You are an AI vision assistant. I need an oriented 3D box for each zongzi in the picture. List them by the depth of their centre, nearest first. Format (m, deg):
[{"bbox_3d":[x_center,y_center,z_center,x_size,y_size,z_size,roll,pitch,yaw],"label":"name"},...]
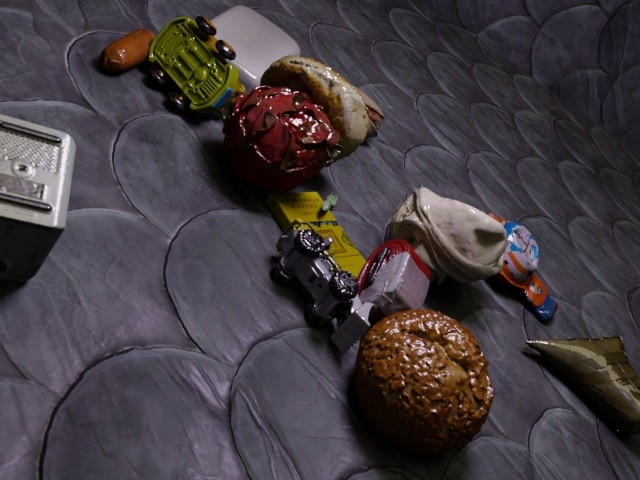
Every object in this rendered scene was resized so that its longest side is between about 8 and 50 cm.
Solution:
[{"bbox_3d":[0.669,0.356,1.798,0.289,0.123,0.260,4,48,-25],"label":"zongzi"}]

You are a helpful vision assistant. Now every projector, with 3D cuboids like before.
[{"bbox_3d":[-0.490,-0.055,1.132,0.163,0.242,0.177,16,56,-30],"label":"projector"}]

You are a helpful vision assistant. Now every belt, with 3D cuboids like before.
[{"bbox_3d":[0.151,0.089,1.582,0.124,0.128,0.201,50,46,-27],"label":"belt"}]

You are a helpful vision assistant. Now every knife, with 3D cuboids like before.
[{"bbox_3d":[0.025,-0.093,1.768,0.030,0.014,0.207,45,16,-4],"label":"knife"}]

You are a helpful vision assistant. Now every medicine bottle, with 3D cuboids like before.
[{"bbox_3d":[-0.208,-0.516,2.005,0.282,0.123,0.375,36,33,-5],"label":"medicine bottle"}]

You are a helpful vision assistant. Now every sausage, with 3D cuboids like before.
[{"bbox_3d":[-0.461,-0.458,1.753,0.076,0.076,0.197,36,34,-3],"label":"sausage"}]

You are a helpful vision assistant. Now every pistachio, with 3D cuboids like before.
[{"bbox_3d":[0.084,-0.380,2.100,0.215,0.144,0.144,25,36,-13],"label":"pistachio"}]

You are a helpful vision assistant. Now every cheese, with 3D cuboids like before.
[{"bbox_3d":[0.546,0.071,2.002,0.329,0.129,0.217,57,40,-4],"label":"cheese"}]

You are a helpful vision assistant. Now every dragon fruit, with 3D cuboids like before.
[{"bbox_3d":[-0.095,-0.227,1.647,0.299,0.244,0.244,12,21,32],"label":"dragon fruit"}]

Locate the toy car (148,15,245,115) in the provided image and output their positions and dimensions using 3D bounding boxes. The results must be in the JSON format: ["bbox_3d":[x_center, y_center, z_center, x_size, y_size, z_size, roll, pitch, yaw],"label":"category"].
[{"bbox_3d":[-0.294,-0.419,1.776,0.248,0.200,0.142,53,13,14],"label":"toy car"}]

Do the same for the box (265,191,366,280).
[{"bbox_3d":[0.000,-0.001,1.669,0.153,0.041,0.279,-5,52,-46],"label":"box"}]

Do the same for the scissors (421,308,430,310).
[{"bbox_3d":[0.225,0.175,1.689,0.113,0.012,0.039,-4,52,-45],"label":"scissors"}]

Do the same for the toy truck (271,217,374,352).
[{"bbox_3d":[0.011,0.085,1.493,0.111,0.136,0.286,-18,64,-47],"label":"toy truck"}]

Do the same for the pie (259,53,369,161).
[{"bbox_3d":[-0.029,-0.311,1.774,0.315,0.315,0.092,40,56,3],"label":"pie"}]

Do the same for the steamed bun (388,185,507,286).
[{"bbox_3d":[0.303,0.018,1.766,0.280,0.207,0.268,27,-4,24],"label":"steamed bun"}]

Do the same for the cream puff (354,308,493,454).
[{"bbox_3d":[0.211,0.261,1.398,0.303,0.212,0.303,23,45,-25],"label":"cream puff"}]
